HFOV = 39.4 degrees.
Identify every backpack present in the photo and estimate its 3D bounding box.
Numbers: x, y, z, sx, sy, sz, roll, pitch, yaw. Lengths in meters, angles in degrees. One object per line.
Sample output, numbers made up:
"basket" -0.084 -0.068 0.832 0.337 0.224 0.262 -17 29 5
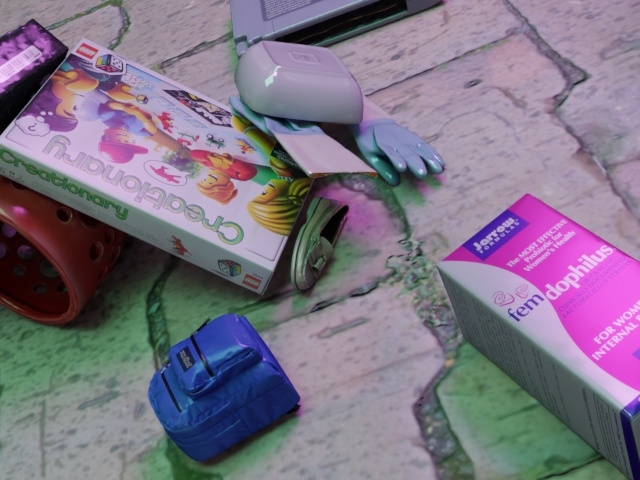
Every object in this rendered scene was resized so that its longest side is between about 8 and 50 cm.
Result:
"backpack" -0.100 0.133 0.828 0.120 0.101 0.098 -35 37 -4

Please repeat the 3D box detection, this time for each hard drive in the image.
"hard drive" -0.423 -0.081 1.027 0.064 0.339 0.237 40 50 -2

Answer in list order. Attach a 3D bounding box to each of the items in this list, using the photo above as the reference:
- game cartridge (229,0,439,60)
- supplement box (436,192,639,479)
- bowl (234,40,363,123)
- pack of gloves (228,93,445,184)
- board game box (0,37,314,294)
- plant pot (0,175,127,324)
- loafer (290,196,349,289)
"game cartridge" 0.016 -0.357 1.274 0.297 0.062 0.198 -18 40 8
"supplement box" 0.213 0.074 0.728 0.111 0.114 0.220 -38 43 -11
"bowl" -0.023 -0.187 1.031 0.142 0.053 0.142 3 31 -18
"pack of gloves" 0.014 -0.111 1.009 0.195 0.046 0.232 -5 33 -31
"board game box" -0.164 -0.085 0.964 0.305 0.053 0.193 25 49 -4
"plant pot" -0.308 -0.027 1.017 0.191 0.191 0.174 5 43 29
"loafer" 0.000 0.000 0.949 0.039 0.045 0.125 1 47 17
